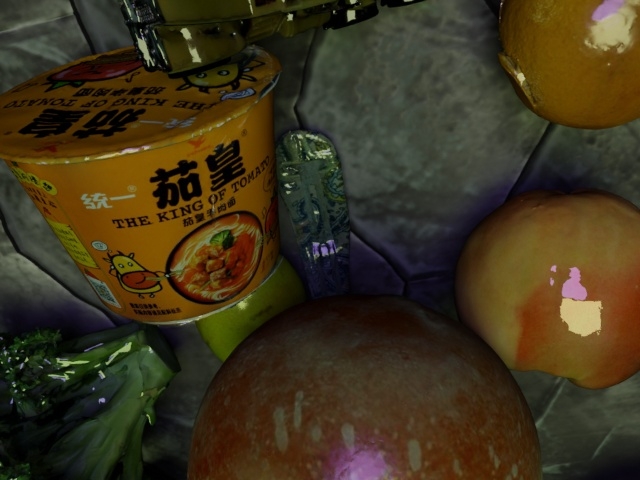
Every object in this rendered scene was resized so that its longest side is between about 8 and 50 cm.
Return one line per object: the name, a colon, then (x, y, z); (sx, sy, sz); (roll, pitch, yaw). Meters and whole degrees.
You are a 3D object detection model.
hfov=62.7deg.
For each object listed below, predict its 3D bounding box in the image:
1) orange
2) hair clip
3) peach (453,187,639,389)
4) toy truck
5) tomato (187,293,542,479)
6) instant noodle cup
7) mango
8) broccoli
orange: (0.202, -0.159, 0.384); (0.155, 0.134, 0.154); (-23, 134, -26)
hair clip: (0.000, -0.001, 0.531); (0.066, 0.036, 0.229); (-9, 111, 2)
peach: (0.212, 0.038, 0.470); (0.184, 0.184, 0.184); (1, 118, 2)
toy truck: (-0.005, -0.195, 0.334); (0.257, 0.127, 0.127); (-26, 119, -17)
tomato: (0.036, 0.151, 0.421); (0.270, 0.270, 0.222); (10, 102, -3)
instant noodle cup: (-0.126, -0.048, 0.426); (0.216, 0.215, 0.172); (-4, 127, 5)
mango: (-0.073, 0.081, 0.546); (0.117, 0.089, 0.163); (-2, 119, -3)
broccoli: (-0.268, 0.209, 0.546); (0.275, 0.308, 0.308); (-40, 111, -6)
